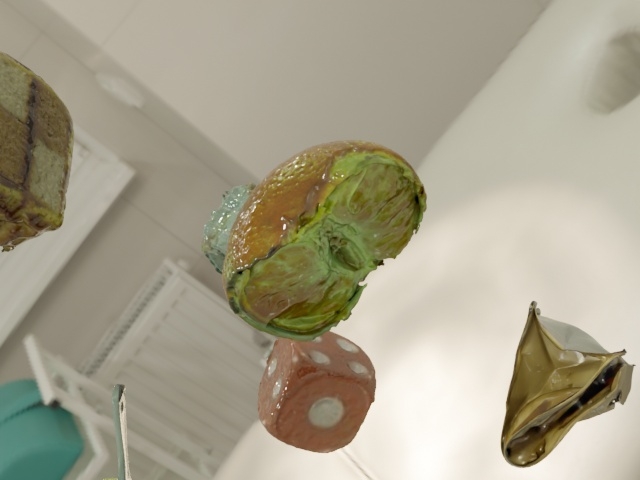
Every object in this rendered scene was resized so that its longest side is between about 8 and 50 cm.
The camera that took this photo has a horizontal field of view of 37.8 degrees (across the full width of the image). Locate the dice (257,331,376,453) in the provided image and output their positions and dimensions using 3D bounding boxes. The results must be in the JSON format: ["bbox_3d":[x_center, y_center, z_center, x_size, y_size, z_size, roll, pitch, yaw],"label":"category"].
[{"bbox_3d":[-0.012,0.269,1.728,0.179,0.174,0.175,-112,43,-60],"label":"dice"}]

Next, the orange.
[{"bbox_3d":[-0.004,-0.005,1.413,0.334,0.262,0.196,-54,39,-1],"label":"orange"}]

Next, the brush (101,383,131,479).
[{"bbox_3d":[-0.320,0.367,1.444,0.068,0.060,0.296,-101,8,-85],"label":"brush"}]

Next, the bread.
[{"bbox_3d":[-0.366,-0.103,1.084,0.096,0.181,0.222,-22,49,18],"label":"bread"}]

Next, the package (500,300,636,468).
[{"bbox_3d":[0.361,0.211,1.332,0.165,0.311,0.221,10,85,17],"label":"package"}]

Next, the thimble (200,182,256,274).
[{"bbox_3d":[-0.113,0.020,1.942,0.254,0.288,0.167,13,61,53],"label":"thimble"}]
